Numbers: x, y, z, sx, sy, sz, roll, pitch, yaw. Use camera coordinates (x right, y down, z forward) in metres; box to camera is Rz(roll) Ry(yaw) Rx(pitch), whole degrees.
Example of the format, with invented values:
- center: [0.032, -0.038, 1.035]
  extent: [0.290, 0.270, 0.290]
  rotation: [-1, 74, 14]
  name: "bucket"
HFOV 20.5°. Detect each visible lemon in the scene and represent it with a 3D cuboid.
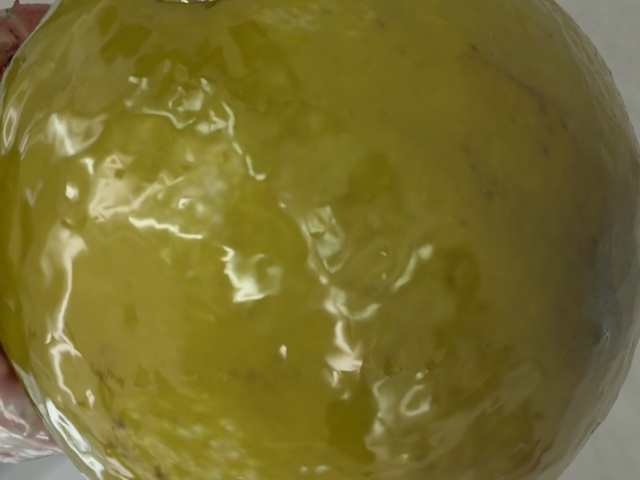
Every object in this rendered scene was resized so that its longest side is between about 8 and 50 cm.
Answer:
- center: [0.000, 0.000, 0.753]
  extent: [0.297, 0.297, 0.297]
  rotation: [47, 166, 16]
  name: "lemon"

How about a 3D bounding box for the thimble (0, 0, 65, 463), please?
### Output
- center: [-0.154, 0.001, 0.910]
  extent: [0.162, 0.239, 0.239]
  rotation: [-9, 124, 44]
  name: "thimble"
